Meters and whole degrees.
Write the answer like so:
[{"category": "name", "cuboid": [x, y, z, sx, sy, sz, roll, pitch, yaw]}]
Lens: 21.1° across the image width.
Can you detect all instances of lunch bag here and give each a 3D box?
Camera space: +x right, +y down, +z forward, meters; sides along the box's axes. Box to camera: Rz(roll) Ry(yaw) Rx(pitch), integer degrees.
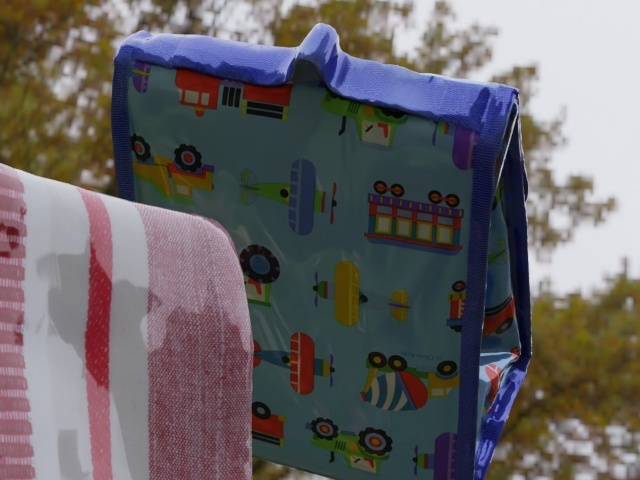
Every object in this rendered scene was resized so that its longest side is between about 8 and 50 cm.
[{"category": "lunch bag", "cuboid": [0.000, 0.000, 0.991, 0.221, 0.138, 0.293, 13, -41, 17]}]

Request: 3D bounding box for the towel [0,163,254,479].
[{"category": "towel", "cuboid": [-0.114, 0.080, 0.561, 0.037, 0.237, 0.329, -15, -16, 28]}]
